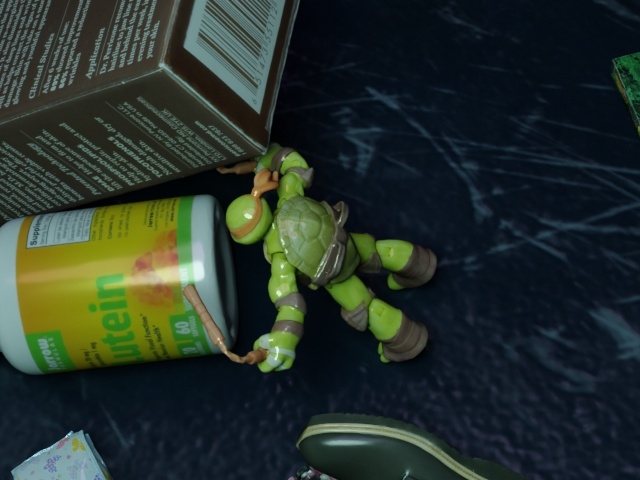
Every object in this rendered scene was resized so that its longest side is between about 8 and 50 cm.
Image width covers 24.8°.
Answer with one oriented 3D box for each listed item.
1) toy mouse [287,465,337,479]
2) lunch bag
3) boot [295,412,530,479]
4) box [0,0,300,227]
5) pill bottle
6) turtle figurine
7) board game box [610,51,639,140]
[{"bbox_3d":[-0.001,0.236,1.155,0.143,0.031,0.161,-18,59,-3],"label":"toy mouse"},{"bbox_3d":[-0.205,0.205,1.191,0.071,0.053,0.083,-31,70,-8],"label":"lunch bag"},{"bbox_3d":[0.068,0.219,1.092,0.198,0.077,0.137,19,55,-4],"label":"boot"},{"bbox_3d":[-0.211,-0.140,1.253,0.381,0.143,0.191,-11,54,35],"label":"box"},{"bbox_3d":[-0.200,0.042,1.236,0.246,0.136,0.136,-7,59,4],"label":"pill bottle"},{"bbox_3d":[0.000,0.000,1.192,0.087,0.217,0.269,-35,42,36],"label":"turtle figurine"},{"bbox_3d":[0.363,-0.072,1.286,0.136,0.030,0.259,-17,59,1],"label":"board game box"}]
